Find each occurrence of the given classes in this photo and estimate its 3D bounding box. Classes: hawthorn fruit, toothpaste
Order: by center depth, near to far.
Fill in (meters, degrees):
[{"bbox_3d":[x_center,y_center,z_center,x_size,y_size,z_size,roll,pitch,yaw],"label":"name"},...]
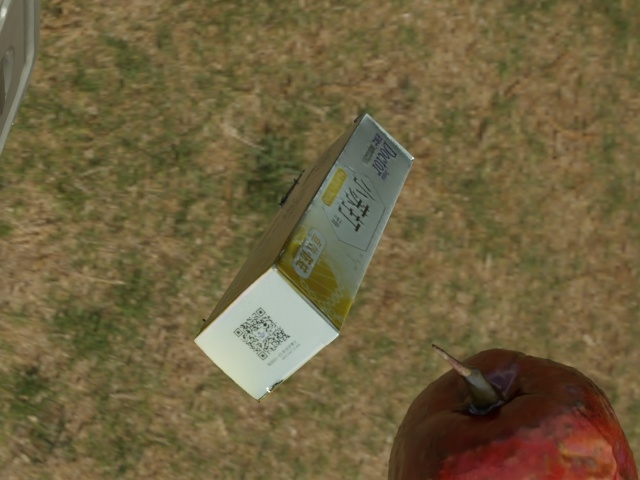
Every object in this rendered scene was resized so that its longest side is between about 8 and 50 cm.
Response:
[{"bbox_3d":[0.000,0.000,0.957,0.071,0.089,0.313,43,26,-7],"label":"toothpaste"},{"bbox_3d":[0.186,0.240,1.240,0.258,0.258,0.261,2,115,-35],"label":"hawthorn fruit"}]

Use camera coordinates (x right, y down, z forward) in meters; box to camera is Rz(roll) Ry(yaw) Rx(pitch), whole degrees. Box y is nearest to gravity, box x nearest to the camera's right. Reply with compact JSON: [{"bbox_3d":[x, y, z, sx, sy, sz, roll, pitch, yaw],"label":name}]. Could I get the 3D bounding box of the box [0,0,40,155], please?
[{"bbox_3d":[-0.136,-0.060,0.442,0.062,0.122,0.089,17,73,-8],"label":"box"}]
